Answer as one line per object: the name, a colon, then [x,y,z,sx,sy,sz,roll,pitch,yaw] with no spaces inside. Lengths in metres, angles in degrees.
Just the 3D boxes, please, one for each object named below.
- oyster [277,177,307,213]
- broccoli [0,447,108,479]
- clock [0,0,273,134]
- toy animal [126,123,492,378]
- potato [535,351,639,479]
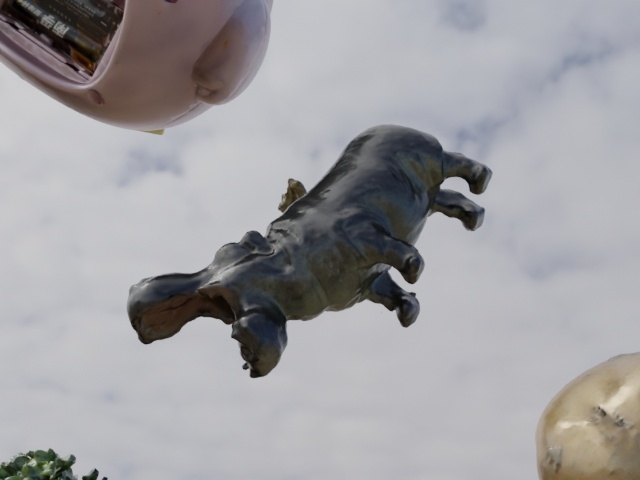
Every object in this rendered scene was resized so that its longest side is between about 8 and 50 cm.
oyster: [0.001,-0.014,1.024,0.146,0.045,0.122,39,-3,-15]
broccoli: [-0.214,0.341,0.902,0.260,0.235,0.288,-1,-29,25]
clock: [-0.204,-0.324,1.029,0.368,0.376,0.250,35,15,15]
toy animal: [0.008,0.012,0.815,0.168,0.343,0.106,38,-33,29]
potato: [0.196,0.123,0.565,0.147,0.112,0.112,-27,-3,-41]
